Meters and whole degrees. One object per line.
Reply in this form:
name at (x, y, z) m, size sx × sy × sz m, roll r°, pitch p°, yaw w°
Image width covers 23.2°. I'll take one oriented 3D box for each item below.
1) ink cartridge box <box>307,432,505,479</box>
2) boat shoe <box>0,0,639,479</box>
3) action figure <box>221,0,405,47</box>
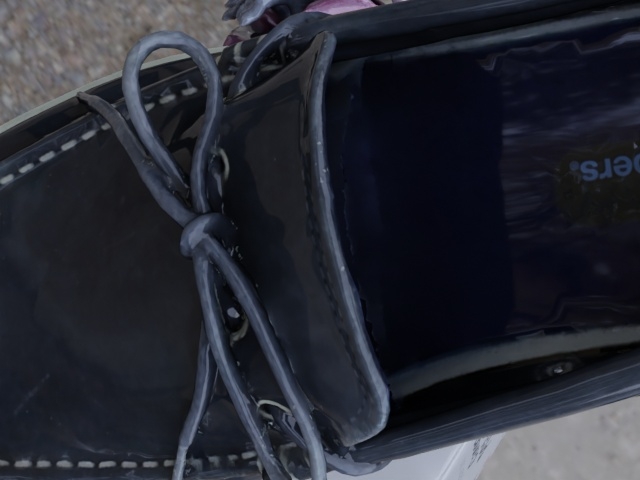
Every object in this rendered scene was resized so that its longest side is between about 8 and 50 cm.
ink cartridge box at (0.069, 0.046, 0.871) m, size 0.283 × 0.117 × 0.207 m, roll -55°, pitch 166°, yaw -18°
boat shoe at (0.000, 0.000, 0.572) m, size 0.500 × 0.156 × 0.186 m, roll -12°, pitch 83°, yaw 18°
action figure at (0.084, -0.137, 1.483) m, size 0.370 × 0.248 × 0.276 m, roll 39°, pitch 126°, yaw -13°
